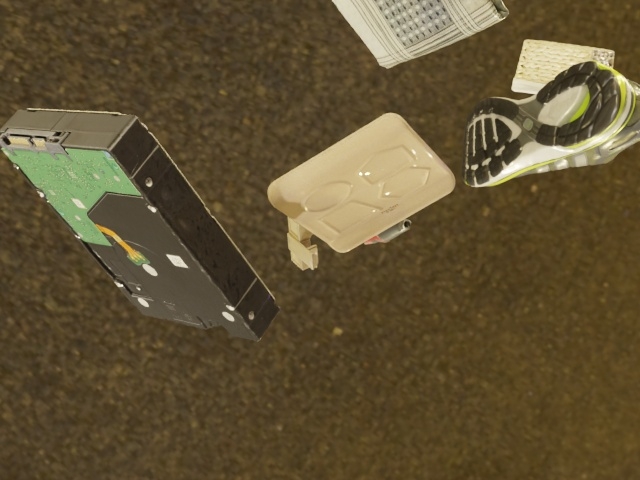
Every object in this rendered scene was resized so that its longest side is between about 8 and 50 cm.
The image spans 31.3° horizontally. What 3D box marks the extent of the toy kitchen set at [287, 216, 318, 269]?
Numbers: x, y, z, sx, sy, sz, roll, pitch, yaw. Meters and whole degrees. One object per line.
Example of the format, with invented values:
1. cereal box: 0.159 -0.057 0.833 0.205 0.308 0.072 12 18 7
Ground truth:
1. toy kitchen set: 0.000 0.000 1.713 0.075 0.068 0.083 -22 129 -24

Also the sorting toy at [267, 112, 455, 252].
1. sorting toy: 0.054 -0.073 1.449 0.193 0.038 0.208 -30 149 14

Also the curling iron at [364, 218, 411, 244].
1. curling iron: 0.107 -0.025 2.006 0.035 0.274 0.068 -12 94 -11

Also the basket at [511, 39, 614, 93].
1. basket: 0.473 -0.329 2.218 0.113 0.167 0.103 -7 108 -50

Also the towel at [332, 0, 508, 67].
1. towel: 0.102 -0.431 1.770 0.056 0.312 0.324 -44 107 -28

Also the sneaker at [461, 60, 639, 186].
1. sneaker: 0.272 -0.117 1.324 0.121 0.300 0.111 11 78 -29

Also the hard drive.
1. hard drive: -0.219 -0.019 1.395 0.064 0.236 0.339 -56 131 -26
